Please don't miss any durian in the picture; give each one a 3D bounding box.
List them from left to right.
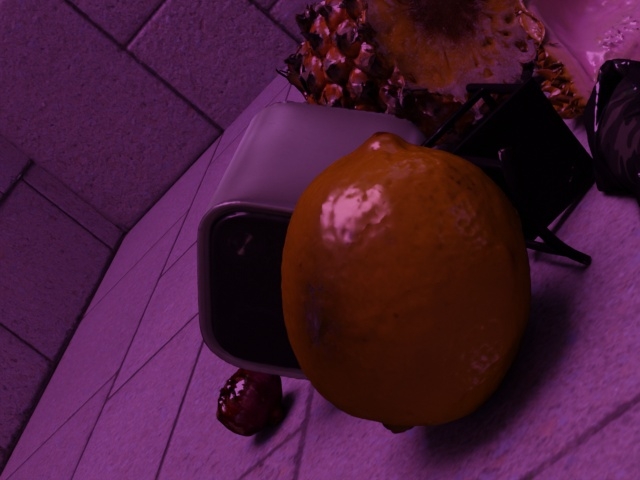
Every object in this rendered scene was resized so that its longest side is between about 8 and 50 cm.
[{"bbox_3d":[0.329,-0.295,1.421,0.305,0.196,0.185,-55,9,-11],"label":"durian"}]

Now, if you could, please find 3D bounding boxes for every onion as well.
[{"bbox_3d":[-0.092,0.219,1.589,0.107,0.097,0.107,-54,-15,-21],"label":"onion"}]

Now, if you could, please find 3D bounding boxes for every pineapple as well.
[{"bbox_3d":[0.122,-0.285,1.692,0.300,0.352,0.352,-28,26,58],"label":"pineapple"}]

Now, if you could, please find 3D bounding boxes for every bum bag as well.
[{"bbox_3d":[0.319,-0.090,1.103,0.340,0.095,0.144,-103,15,-76],"label":"bum bag"}]

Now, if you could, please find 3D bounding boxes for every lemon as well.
[{"bbox_3d":[0.084,0.041,1.146,0.260,0.261,0.283,-27,65,56],"label":"lemon"}]

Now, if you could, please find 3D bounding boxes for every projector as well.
[{"bbox_3d":[0.000,0.000,1.435,0.249,0.248,0.248,-71,-14,-53],"label":"projector"}]

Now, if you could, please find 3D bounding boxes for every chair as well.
[{"bbox_3d":[0.215,-0.081,1.268,0.141,0.154,0.260,-45,19,-9],"label":"chair"}]

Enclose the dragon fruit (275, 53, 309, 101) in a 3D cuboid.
[{"bbox_3d":[0.058,-0.301,2.102,0.293,0.233,0.233,21,67,34],"label":"dragon fruit"}]
